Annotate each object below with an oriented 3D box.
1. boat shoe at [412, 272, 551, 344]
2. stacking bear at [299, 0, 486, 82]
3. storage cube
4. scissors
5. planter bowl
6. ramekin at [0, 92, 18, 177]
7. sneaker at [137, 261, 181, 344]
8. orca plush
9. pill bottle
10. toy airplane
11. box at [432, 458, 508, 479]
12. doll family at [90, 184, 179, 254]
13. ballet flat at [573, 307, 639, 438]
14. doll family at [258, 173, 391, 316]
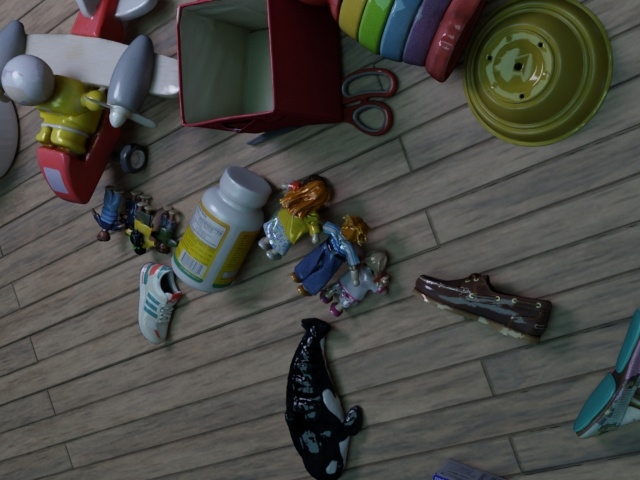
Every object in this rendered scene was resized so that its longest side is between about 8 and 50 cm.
[{"bbox_3d":[0.243,0.086,1.185,0.207,0.073,0.073,19,105,19],"label":"boat shoe"},{"bbox_3d":[0.080,-0.355,1.125,0.289,0.164,0.175,27,73,7],"label":"stacking bear"},{"bbox_3d":[-0.094,-0.273,1.245,0.183,0.193,0.215,-3,91,33],"label":"storage cube"},{"bbox_3d":[-0.005,-0.220,1.317,0.297,0.021,0.109,-1,97,32],"label":"scissors"},{"bbox_3d":[0.287,-0.240,1.101,0.217,0.090,0.217,4,99,29],"label":"planter bowl"},{"bbox_3d":[-0.783,-0.240,1.697,0.277,0.135,0.277,4,98,29],"label":"ramekin"},{"bbox_3d":[-0.306,0.123,1.514,0.075,0.057,0.161,2,95,36],"label":"sneaker"},{"bbox_3d":[-0.013,0.282,1.340,0.151,0.102,0.287,13,103,28],"label":"orca plush"},{"bbox_3d":[-0.170,-0.021,1.380,0.117,0.117,0.208,39,115,20],"label":"pill bottle"},{"bbox_3d":[-0.440,-0.305,1.409,0.386,0.272,0.384,-37,78,29],"label":"toy airplane"},{"bbox_3d":[0.236,0.435,1.234,0.126,0.072,0.137,14,104,29],"label":"box"},{"bbox_3d":[-0.360,-0.030,1.520,0.193,0.076,0.111,28,114,30],"label":"doll family"},{"bbox_3d":[0.433,0.196,1.093,0.079,0.077,0.221,23,108,5],"label":"ballet flat"},{"bbox_3d":[0.000,0.000,1.283,0.263,0.118,0.163,50,117,15],"label":"doll family"}]
